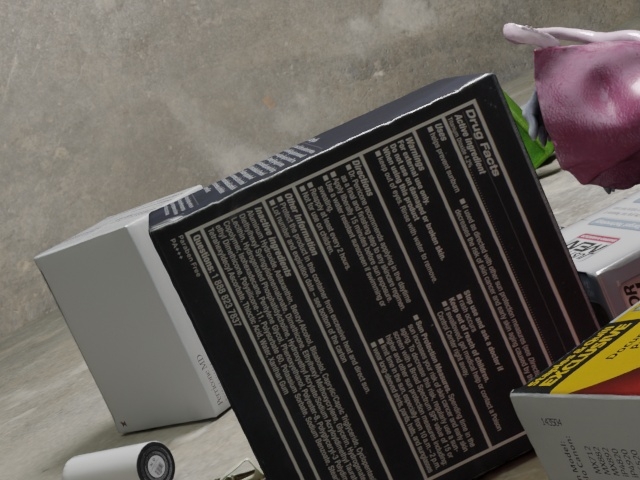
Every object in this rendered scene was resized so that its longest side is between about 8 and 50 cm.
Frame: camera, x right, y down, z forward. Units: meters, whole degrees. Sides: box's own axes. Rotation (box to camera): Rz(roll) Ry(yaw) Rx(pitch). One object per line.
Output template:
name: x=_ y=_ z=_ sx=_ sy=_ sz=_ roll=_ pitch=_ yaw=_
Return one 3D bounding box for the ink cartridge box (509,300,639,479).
ink cartridge box: x=0.290 y=0.076 z=0.797 sx=0.309 sy=0.130 sz=0.272 roll=-30 pitch=9 yaw=-29

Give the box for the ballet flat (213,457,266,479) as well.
ballet flat: x=-0.053 y=0.219 z=1.170 sx=0.114 sy=0.041 sz=0.041 roll=-23 pitch=9 yaw=6

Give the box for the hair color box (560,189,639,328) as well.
hair color box: x=0.383 y=-0.012 z=1.109 sx=0.374 sy=0.113 sz=0.185 roll=-25 pitch=9 yaw=-10

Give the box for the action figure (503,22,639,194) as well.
action figure: x=0.427 y=-0.179 z=1.357 sx=0.248 sy=0.275 sz=0.370 roll=-12 pitch=-8 yaw=-46

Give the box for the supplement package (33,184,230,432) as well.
supplement package: x=-0.207 y=0.092 z=1.595 sx=0.204 sy=0.262 sz=0.145 roll=-16 pitch=12 yaw=43

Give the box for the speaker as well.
speaker: x=-0.224 y=0.255 z=1.365 sx=0.136 sy=0.055 sz=0.055 roll=-17 pitch=12 yaw=40

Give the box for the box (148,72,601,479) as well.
box: x=0.050 y=0.054 z=1.037 sx=0.294 sy=0.296 sz=0.183 roll=-24 pitch=8 yaw=-5

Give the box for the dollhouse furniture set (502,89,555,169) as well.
dollhouse furniture set: x=0.398 y=-0.265 z=2.061 sx=0.301 sy=0.151 sz=0.197 roll=-48 pitch=-5 yaw=33

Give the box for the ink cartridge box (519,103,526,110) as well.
ink cartridge box: x=0.430 y=-0.223 z=2.372 sx=0.165 sy=0.065 sz=0.333 roll=-28 pitch=8 yaw=-18

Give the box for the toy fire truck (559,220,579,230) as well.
toy fire truck: x=0.328 y=0.002 z=1.385 sx=0.192 sy=0.047 sz=0.135 roll=-20 pitch=9 yaw=23
